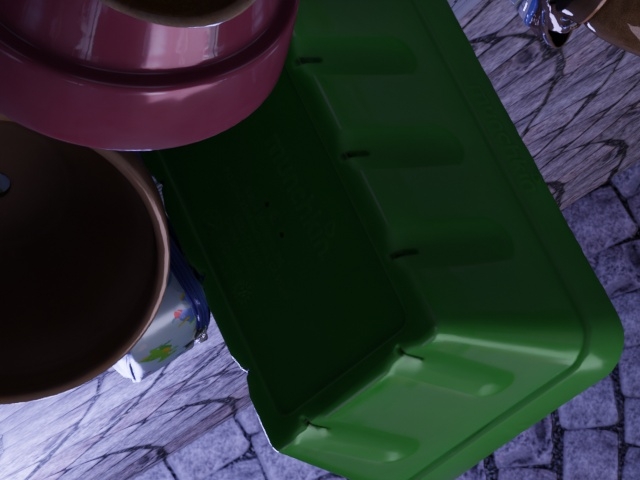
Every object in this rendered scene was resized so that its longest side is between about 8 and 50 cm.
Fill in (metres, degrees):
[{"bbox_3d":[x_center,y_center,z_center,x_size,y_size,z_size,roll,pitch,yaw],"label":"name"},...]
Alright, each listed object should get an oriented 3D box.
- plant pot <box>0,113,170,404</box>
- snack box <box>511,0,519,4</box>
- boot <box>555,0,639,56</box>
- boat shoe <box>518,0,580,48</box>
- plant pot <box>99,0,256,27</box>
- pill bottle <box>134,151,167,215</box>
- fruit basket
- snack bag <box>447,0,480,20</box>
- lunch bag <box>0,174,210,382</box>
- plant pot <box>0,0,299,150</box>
[{"bbox_3d":[-0.223,-0.013,1.346,0.237,0.237,0.109,-37,-149,17],"label":"plant pot"},{"bbox_3d":[0.217,-0.272,1.703,0.100,0.037,0.141,-37,174,-43],"label":"snack box"},{"bbox_3d":[0.332,-0.302,1.759,0.305,0.115,0.112,-59,-171,-3],"label":"boot"},{"bbox_3d":[0.258,-0.255,2.090,0.066,0.066,0.183,-33,170,-7],"label":"boat shoe"},{"bbox_3d":[-0.023,-0.260,0.873,0.254,0.237,0.237,-42,174,-29],"label":"plant pot"},{"bbox_3d":[-0.099,-0.072,1.718,0.193,0.108,0.108,-32,169,-10],"label":"pill bottle"},{"bbox_3d":[0.064,0.004,1.518,0.283,0.392,0.392,-39,168,30],"label":"fruit basket"},{"bbox_3d":[0.156,-0.267,1.719,0.323,0.037,0.342,-42,175,7],"label":"snack bag"},{"bbox_3d":[-0.168,-0.005,1.502,0.090,0.219,0.176,-33,168,-11],"label":"lunch bag"},{"bbox_3d":[-0.100,-0.178,1.066,0.201,0.201,0.180,-27,152,-33],"label":"plant pot"}]
